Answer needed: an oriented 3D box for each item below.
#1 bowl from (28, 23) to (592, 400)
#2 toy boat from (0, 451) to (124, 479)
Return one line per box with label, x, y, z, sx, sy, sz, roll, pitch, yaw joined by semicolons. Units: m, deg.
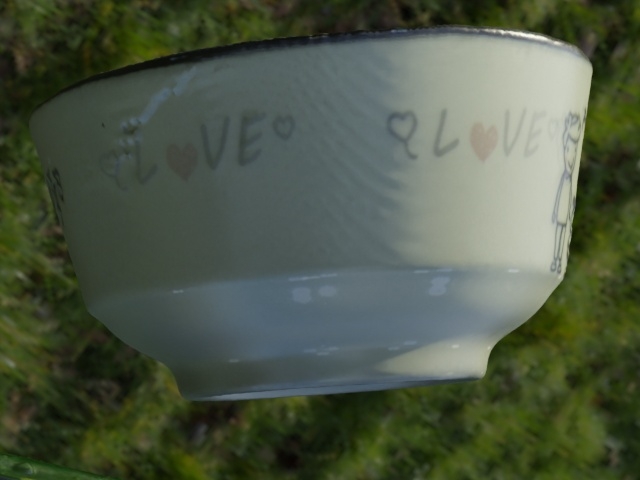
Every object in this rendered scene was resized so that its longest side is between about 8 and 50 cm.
bowl;0.000;0.000;0.652;0.237;0.237;0.126;7;77;-59
toy boat;-0.012;0.102;0.360;0.104;0.210;0.052;-82;-174;-55
